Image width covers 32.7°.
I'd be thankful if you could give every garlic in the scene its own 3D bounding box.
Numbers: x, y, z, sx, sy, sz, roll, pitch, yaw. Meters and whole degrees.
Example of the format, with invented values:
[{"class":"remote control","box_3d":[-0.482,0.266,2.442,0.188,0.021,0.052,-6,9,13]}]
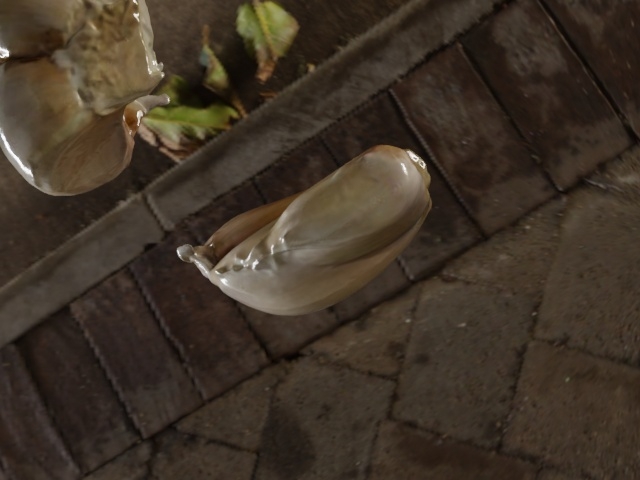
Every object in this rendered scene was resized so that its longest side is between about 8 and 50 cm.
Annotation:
[{"class":"garlic","box_3d":[0.000,0.000,0.972,0.228,0.217,0.110,-24,92,13]},{"class":"garlic","box_3d":[-0.176,-0.123,0.767,0.124,0.099,0.174,-16,84,-7]}]
